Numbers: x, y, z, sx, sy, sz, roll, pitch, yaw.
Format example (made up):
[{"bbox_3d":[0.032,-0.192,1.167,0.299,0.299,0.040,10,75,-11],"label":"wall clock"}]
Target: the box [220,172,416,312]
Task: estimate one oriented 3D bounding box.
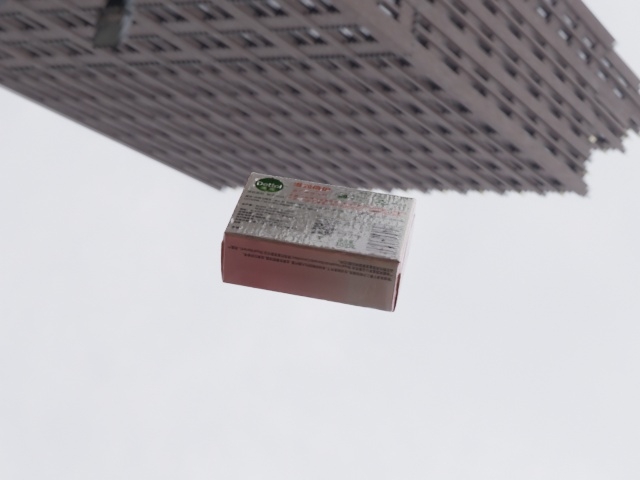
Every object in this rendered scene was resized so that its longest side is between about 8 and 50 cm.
[{"bbox_3d":[0.000,0.000,0.982,0.125,0.089,0.043,10,-57,7],"label":"box"}]
